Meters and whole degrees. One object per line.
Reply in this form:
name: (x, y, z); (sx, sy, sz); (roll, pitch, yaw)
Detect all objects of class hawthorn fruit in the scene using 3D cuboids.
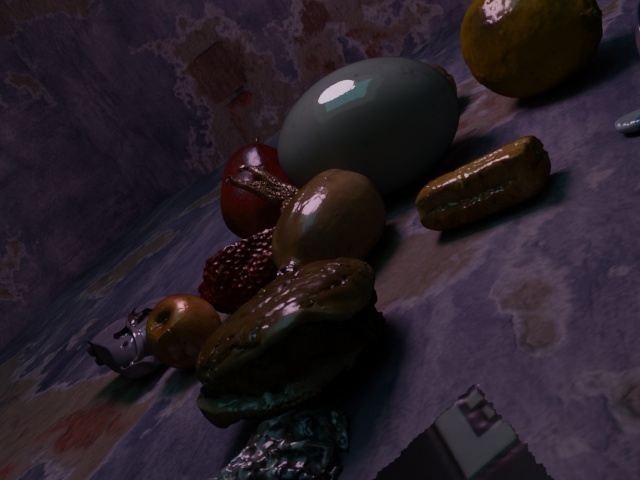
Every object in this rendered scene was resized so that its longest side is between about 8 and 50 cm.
hawthorn fruit: (-0.145, -0.132, 1.688); (0.224, 0.261, 0.224); (-15, -6, -2)

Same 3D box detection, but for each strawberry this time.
strawberry: (-0.135, 0.075, 1.340); (0.175, 0.107, 0.236); (-3, -34, -33)

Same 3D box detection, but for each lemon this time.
lemon: (0.416, -0.413, 1.371); (0.253, 0.253, 0.310); (-43, 19, -24)

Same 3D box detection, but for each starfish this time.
starfish: (-0.062, -0.088, 1.501); (0.299, 0.302, 0.060); (-50, -22, -61)

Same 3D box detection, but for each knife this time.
knife: (0.519, -0.201, 0.964); (0.222, 0.031, 0.064); (-21, 18, 38)

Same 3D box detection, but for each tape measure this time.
tape measure: (-0.366, 0.201, 1.457); (0.197, 0.120, 0.236); (-42, 22, -26)

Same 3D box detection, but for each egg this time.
egg: (0.093, -0.222, 1.417); (0.389, 0.276, 0.276); (-18, 22, 18)

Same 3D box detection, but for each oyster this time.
oyster: (-0.070, 0.272, 0.786); (0.252, 0.087, 0.199); (-25, 16, -8)

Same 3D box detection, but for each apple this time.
apple: (-0.259, 0.166, 1.296); (0.146, 0.146, 0.146); (-32, 17, 11)

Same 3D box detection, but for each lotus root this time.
lotus root: (0.000, 0.000, 1.218); (0.183, 0.183, 0.310); (-16, 31, 48)

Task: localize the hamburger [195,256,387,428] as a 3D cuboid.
hamburger: (-0.046, 0.124, 0.945); (0.265, 0.134, 0.285); (-19, 8, 33)

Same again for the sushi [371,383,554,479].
sushi: (0.087, 0.302, 0.367); (0.296, 0.100, 0.373); (-44, 27, 4)

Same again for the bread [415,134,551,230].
bread: (0.251, -0.084, 1.081); (0.211, 0.083, 0.114); (-22, 16, 39)

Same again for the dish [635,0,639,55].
dish: (0.511, -0.212, 0.830); (0.273, 0.134, 0.273); (-5, 52, 6)

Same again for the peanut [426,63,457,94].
peanut: (0.229, -0.314, 1.666); (0.313, 0.149, 0.149); (-46, 19, -30)
